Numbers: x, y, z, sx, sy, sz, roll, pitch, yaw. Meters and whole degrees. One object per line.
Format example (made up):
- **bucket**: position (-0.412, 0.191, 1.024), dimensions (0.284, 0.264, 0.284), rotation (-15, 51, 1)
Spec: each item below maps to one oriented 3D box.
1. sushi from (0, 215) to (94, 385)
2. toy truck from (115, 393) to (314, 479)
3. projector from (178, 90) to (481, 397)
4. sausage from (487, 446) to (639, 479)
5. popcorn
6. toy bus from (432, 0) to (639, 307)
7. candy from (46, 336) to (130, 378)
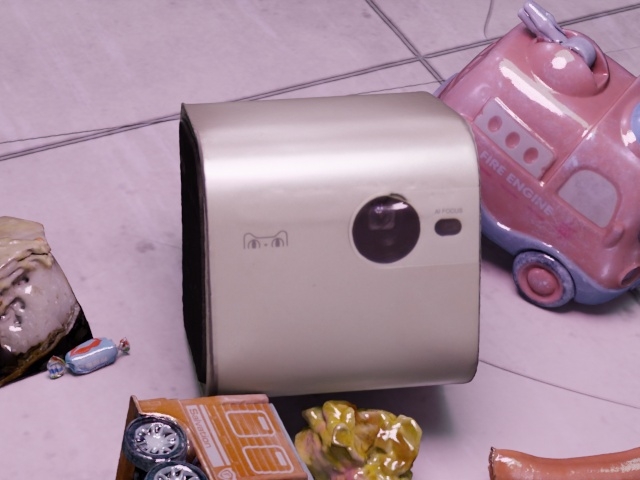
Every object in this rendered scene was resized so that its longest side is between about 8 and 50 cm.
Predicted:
- **sushi**: position (-0.349, 0.076, 1.409), dimensions (0.273, 0.109, 0.134), rotation (-28, 52, -32)
- **toy truck**: position (-0.060, 0.263, 1.215), dimensions (0.162, 0.136, 0.305), rotation (-5, 39, -25)
- **projector**: position (0.000, 0.000, 1.398), dimensions (0.249, 0.249, 0.248), rotation (-4, 16, -9)
- **sausage**: position (0.238, 0.208, 1.368), dimensions (0.176, 0.047, 0.040), rotation (-2, 26, -8)
- **popcorn**: position (0.033, 0.185, 1.350), dimensions (0.109, 0.089, 0.097), rotation (22, 33, 22)
- **toy bus**: position (0.253, -0.094, 1.545), dimensions (0.294, 0.232, 0.197), rotation (41, 49, 8)
- **candy**: position (-0.222, 0.109, 1.446), dimensions (0.083, 0.030, 0.020), rotation (-20, 39, -21)
